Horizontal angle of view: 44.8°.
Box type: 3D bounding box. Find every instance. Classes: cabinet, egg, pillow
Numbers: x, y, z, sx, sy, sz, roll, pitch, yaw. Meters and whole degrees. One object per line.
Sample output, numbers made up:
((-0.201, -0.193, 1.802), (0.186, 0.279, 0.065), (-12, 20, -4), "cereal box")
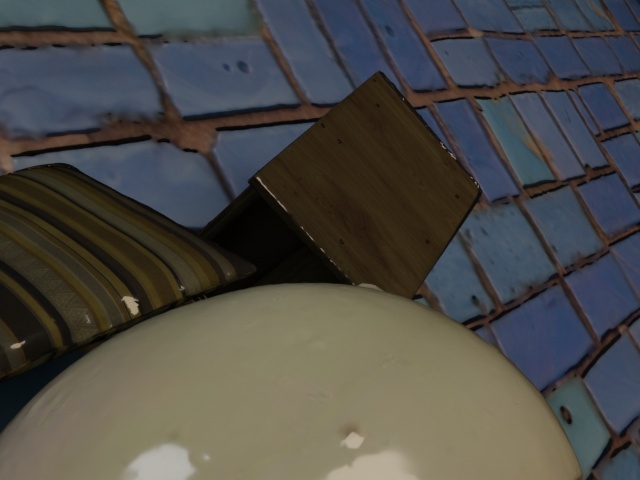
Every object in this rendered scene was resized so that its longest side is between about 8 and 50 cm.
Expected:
((0.000, 0.000, 0.639), (0.148, 0.175, 0.215), (49, 40, -4), "cabinet")
((-0.032, 0.165, 0.412), (0.345, 0.283, 0.283), (-9, 68, -34), "egg")
((-0.186, 0.011, 0.484), (0.208, 0.052, 0.212), (26, 30, 31), "pillow")
